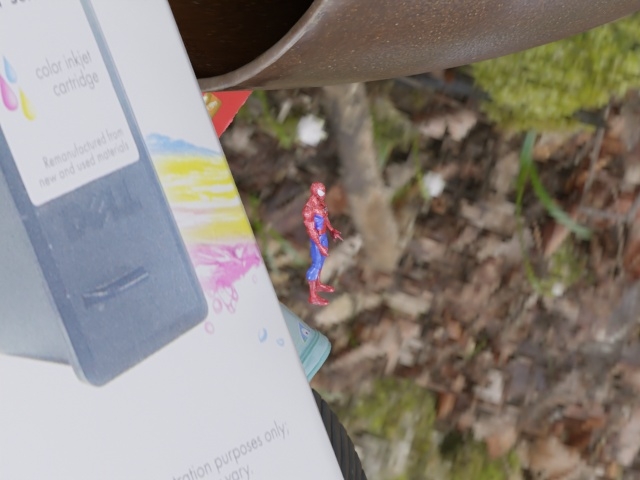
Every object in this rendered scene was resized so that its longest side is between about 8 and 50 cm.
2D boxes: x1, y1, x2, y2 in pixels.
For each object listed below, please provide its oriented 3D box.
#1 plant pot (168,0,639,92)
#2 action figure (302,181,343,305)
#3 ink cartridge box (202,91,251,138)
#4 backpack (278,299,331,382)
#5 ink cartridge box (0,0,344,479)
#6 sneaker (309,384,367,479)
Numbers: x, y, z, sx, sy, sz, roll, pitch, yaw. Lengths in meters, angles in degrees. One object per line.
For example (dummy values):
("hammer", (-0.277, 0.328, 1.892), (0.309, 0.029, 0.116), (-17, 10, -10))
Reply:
("plant pot", (0.048, -0.158, 0.674), (0.230, 0.215, 0.215), (3, 146, -40))
("action figure", (0.000, 0.000, 1.430), (0.030, 0.038, 0.115), (5, 121, 19))
("ink cartridge box", (-0.061, -0.147, 0.920), (0.056, 0.181, 0.224), (36, 180, 36))
("backpack", (-0.077, 0.101, 0.860), (0.144, 0.166, 0.188), (41, 144, 0))
("ink cartridge box", (-0.130, 0.005, 0.385), (0.207, 0.119, 0.354), (-21, 89, 41))
("sneaker", (-0.042, 0.167, 0.652), (0.146, 0.122, 0.330), (-1, 139, 15))
